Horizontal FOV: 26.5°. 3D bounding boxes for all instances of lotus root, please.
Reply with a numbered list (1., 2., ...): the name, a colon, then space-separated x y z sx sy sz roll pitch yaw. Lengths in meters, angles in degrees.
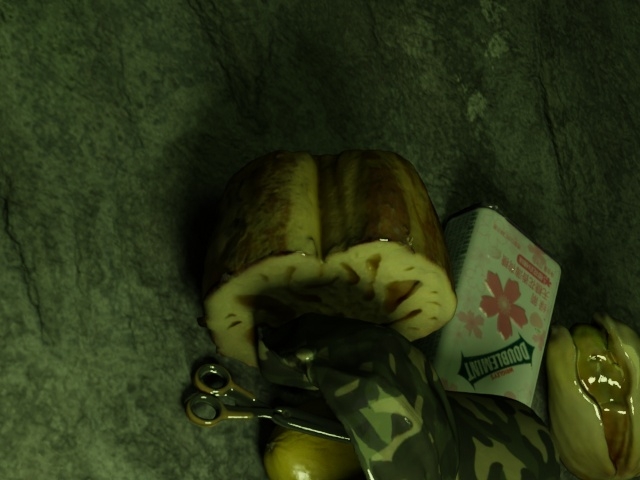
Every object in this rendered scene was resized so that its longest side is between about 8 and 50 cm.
1. lotus root: 0.000 0.000 1.663 0.316 0.316 0.250 20 52 -37

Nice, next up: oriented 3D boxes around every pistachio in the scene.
1. pistachio: 0.419 0.236 2.025 0.166 0.197 0.288 -12 110 -4

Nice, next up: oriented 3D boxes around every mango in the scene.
1. mango: 0.024 0.259 1.724 0.237 0.091 0.137 -22 91 -48

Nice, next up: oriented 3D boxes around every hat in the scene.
1. hat: 0.122 0.185 1.579 0.381 0.257 0.366 -14 41 -31

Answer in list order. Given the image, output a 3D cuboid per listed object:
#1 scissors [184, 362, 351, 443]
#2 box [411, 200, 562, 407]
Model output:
1. scissors: -0.053 0.210 1.642 0.220 0.017 0.088 17 47 -6
2. box: 0.228 0.138 1.945 0.190 0.112 0.370 40 50 -24
